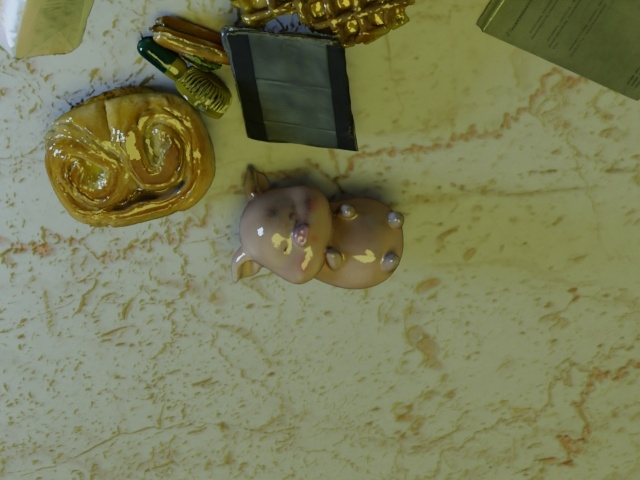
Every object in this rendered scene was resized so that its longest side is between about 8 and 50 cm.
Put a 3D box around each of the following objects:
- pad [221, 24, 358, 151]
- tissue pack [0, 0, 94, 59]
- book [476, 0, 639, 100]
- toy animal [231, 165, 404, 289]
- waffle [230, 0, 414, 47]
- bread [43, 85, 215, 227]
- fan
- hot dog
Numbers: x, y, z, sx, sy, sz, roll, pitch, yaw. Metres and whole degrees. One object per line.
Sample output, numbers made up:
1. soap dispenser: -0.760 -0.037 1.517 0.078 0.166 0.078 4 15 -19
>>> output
1. pad: -0.037 -0.206 1.800 0.174 0.022 0.233 7 146 14
2. tissue pack: -0.381 -0.359 1.592 0.124 0.225 0.185 -15 138 -50
3. book: 0.393 -0.329 1.829 0.282 0.025 0.215 22 119 -21
4. toy animal: 0.000 -0.008 1.936 0.250 0.166 0.154 11 164 -8
5. waffle: 0.006 -0.352 1.710 0.253 0.056 0.249 39 113 -6
6. bread: -0.268 -0.117 1.847 0.236 0.120 0.198 -13 124 3
7. fan: -0.189 -0.231 1.807 0.155 0.082 0.039 37 107 -15
8. hot dog: -0.175 -0.268 1.791 0.133 0.056 0.041 18 130 -21
